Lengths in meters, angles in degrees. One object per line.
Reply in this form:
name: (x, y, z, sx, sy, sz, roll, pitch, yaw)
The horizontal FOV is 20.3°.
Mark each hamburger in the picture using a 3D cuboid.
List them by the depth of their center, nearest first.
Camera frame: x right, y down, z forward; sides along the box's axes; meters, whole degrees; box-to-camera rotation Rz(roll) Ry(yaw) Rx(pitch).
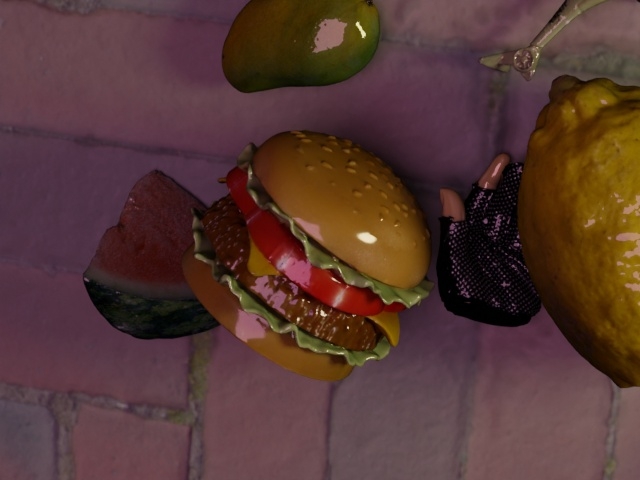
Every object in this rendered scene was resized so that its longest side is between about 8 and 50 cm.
hamburger: (0.000, 0.000, 1.936, 0.274, 0.274, 0.212, 38, 108, 7)

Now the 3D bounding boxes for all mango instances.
mango: (-0.026, -0.231, 1.998, 0.191, 0.085, 0.122, -4, 103, 18)

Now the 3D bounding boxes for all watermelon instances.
watermelon: (-0.165, 0.023, 2.081, 0.207, 0.136, 0.202, -18, 101, 5)

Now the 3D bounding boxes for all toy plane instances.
toy plane: (0.289, -0.272, 1.893, 0.286, 0.092, 0.108, -49, 63, 19)

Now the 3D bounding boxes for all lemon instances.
lemon: (0.341, -0.008, 1.834, 0.285, 0.285, 0.316, -3, 84, 18)

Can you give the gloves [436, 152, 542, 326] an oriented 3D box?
gloves: (0.192, -0.005, 1.980, 0.129, 0.106, 0.181, 8, 74, 10)
